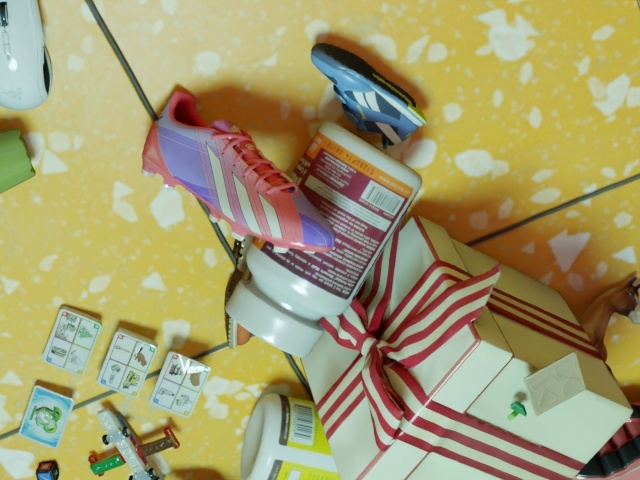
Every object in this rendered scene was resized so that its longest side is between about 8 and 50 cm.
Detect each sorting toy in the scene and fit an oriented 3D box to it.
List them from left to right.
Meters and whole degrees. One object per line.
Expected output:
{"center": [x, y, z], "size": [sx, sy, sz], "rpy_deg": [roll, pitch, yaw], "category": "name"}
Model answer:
{"center": [0.213, 0.143, 1.249], "size": [0.083, 0.012, 0.062], "rpy_deg": [-27, 131, -5], "category": "sorting toy"}

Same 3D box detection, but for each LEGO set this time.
{"center": [-0.246, 0.199, 1.506], "size": [0.182, 0.060, 0.244], "rpy_deg": [22, 116, -4], "category": "LEGO set"}

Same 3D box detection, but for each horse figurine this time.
{"center": [0.267, 0.169, 1.475], "size": [0.066, 0.174, 0.263], "rpy_deg": [27, 128, -24], "category": "horse figurine"}

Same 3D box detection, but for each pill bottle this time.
{"center": [0.000, 0.000, 1.321], "size": [0.121, 0.121, 0.221], "rpy_deg": [29, 96, -21], "category": "pill bottle"}
{"center": [0.023, 0.255, 1.510], "size": [0.215, 0.117, 0.117], "rpy_deg": [15, 118, -13], "category": "pill bottle"}

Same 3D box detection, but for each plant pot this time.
{"center": [-0.332, -0.076, 1.307], "size": [0.079, 0.083, 0.083], "rpy_deg": [-19, 121, -8], "category": "plant pot"}

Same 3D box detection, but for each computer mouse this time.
{"center": [-0.299, -0.207, 1.247], "size": [0.106, 0.042, 0.193], "rpy_deg": [-6, 121, -3], "category": "computer mouse"}

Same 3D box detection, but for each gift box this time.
{"center": [0.143, 0.127, 1.378], "size": [0.258, 0.255, 0.276], "rpy_deg": [24, 110, -29], "category": "gift box"}

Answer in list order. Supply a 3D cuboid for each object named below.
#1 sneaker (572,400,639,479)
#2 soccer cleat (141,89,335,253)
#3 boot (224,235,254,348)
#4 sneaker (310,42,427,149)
{"center": [0.411, 0.241, 1.565], "size": [0.314, 0.116, 0.136], "rpy_deg": [-9, 147, -5], "category": "sneaker"}
{"center": [-0.079, -0.064, 1.259], "size": [0.083, 0.248, 0.095], "rpy_deg": [4, 111, -52], "category": "soccer cleat"}
{"center": [-0.061, 0.054, 1.419], "size": [0.084, 0.059, 0.158], "rpy_deg": [8, 119, -16], "category": "boot"}
{"center": [0.041, -0.144, 1.313], "size": [0.144, 0.053, 0.059], "rpy_deg": [36, 114, -22], "category": "sneaker"}
